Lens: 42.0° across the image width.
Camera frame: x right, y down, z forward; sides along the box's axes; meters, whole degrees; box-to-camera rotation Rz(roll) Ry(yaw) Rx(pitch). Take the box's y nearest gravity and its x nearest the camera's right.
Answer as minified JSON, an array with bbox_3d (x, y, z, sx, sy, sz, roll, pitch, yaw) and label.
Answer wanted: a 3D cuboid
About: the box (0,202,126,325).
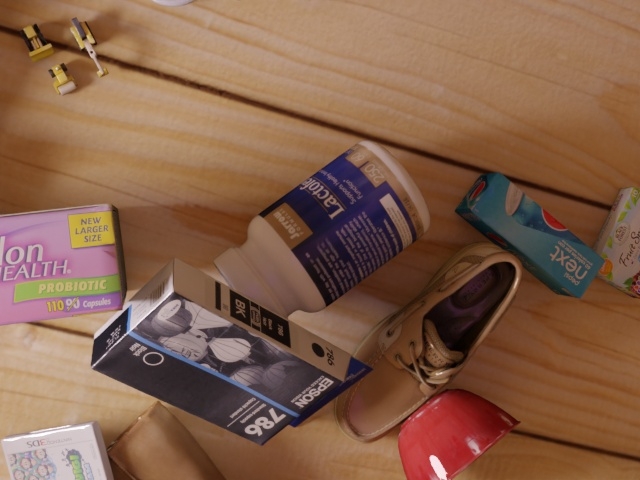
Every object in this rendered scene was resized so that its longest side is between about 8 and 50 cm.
[{"bbox_3d":[-0.342,0.027,0.979,0.213,0.243,0.117,-7,92,-12],"label":"box"}]

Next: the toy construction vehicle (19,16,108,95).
[{"bbox_3d":[-0.332,-0.245,1.081,0.086,0.035,0.098,-26,96,-10],"label":"toy construction vehicle"}]

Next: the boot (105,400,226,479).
[{"bbox_3d":[-0.205,0.386,1.098,0.236,0.089,0.269,-45,96,-10],"label":"boot"}]

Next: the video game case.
[{"bbox_3d":[-0.328,0.317,1.066,0.143,0.019,0.157,-13,94,18],"label":"video game case"}]

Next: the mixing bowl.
[{"bbox_3d":[0.174,0.268,1.142,0.181,0.181,0.098,-36,72,-9],"label":"mixing bowl"}]

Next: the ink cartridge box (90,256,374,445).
[{"bbox_3d":[-0.097,0.158,1.030,0.332,0.065,0.165,31,120,-31],"label":"ink cartridge box"}]

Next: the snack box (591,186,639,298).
[{"bbox_3d":[0.470,0.004,1.251,0.100,0.037,0.141,27,85,-9],"label":"snack box"}]

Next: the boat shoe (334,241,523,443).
[{"bbox_3d":[0.141,0.141,1.132,0.121,0.110,0.341,38,92,-5],"label":"boat shoe"}]

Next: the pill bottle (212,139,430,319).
[{"bbox_3d":[0.000,0.000,1.094,0.264,0.153,0.153,-37,98,-9],"label":"pill bottle"}]

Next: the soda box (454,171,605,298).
[{"bbox_3d":[0.301,-0.007,1.201,0.210,0.067,0.071,38,84,-11],"label":"soda box"}]

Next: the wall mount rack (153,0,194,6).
[{"bbox_3d":[-0.154,-0.492,1.067,0.304,0.130,0.350,38,83,-10],"label":"wall mount rack"}]
